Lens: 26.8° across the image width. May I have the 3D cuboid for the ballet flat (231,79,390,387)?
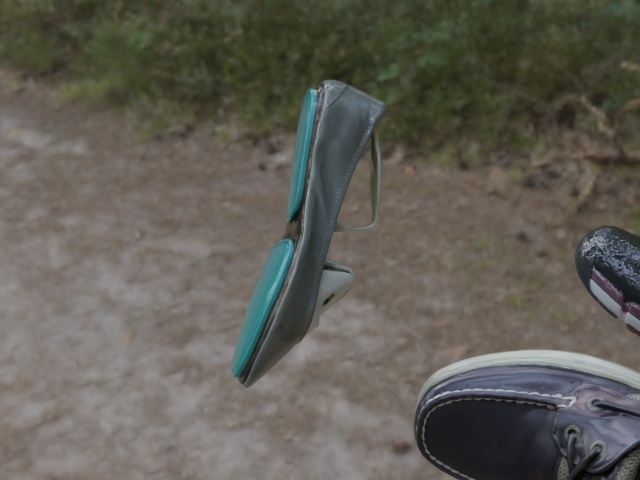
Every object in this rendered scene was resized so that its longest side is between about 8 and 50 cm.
[{"bbox_3d":[0.000,0.000,0.890,0.068,0.213,0.072,16,-5,-12],"label":"ballet flat"}]

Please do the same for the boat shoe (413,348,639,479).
[{"bbox_3d":[0.190,0.142,0.841,0.285,0.102,0.092,13,23,16],"label":"boat shoe"}]

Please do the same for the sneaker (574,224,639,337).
[{"bbox_3d":[0.332,0.026,0.959,0.281,0.162,0.106,32,33,17],"label":"sneaker"}]
